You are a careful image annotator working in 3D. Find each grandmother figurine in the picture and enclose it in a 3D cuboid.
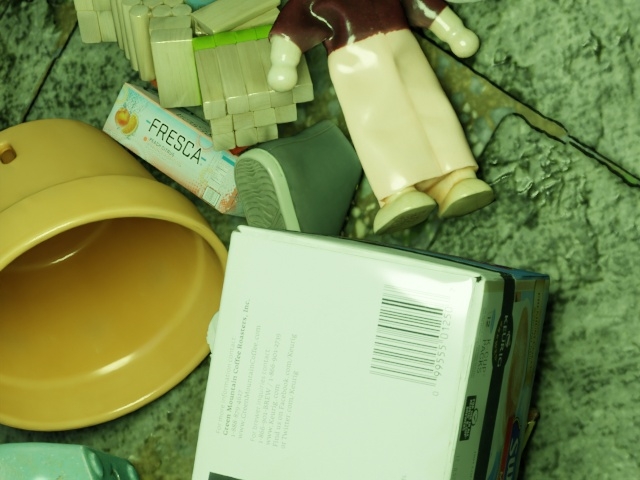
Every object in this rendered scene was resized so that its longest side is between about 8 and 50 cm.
[{"bbox_3d":[0.041,-0.180,1.829,0.104,0.207,0.342,-40,65,57],"label":"grandmother figurine"}]

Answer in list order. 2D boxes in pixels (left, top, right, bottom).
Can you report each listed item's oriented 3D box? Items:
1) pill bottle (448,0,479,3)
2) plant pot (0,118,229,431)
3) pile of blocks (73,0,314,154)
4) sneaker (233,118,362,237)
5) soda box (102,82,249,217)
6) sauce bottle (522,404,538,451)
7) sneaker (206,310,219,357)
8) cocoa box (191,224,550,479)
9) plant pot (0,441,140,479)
[{"bbox_3d":[0.097,-0.370,1.809,0.161,0.161,0.283,-44,65,21],"label":"pill bottle"},{"bbox_3d":[-0.253,0.018,1.942,0.291,0.291,0.203,-48,46,19],"label":"plant pot"},{"bbox_3d":[-0.125,-0.194,1.978,0.362,0.149,0.113,43,151,38],"label":"pile of blocks"},{"bbox_3d":[0.000,0.000,1.890,0.083,0.118,0.222,12,121,46],"label":"sneaker"},{"bbox_3d":[-0.131,-0.091,1.983,0.183,0.063,0.058,35,103,29],"label":"soda box"},{"bbox_3d":[0.157,0.204,1.790,0.042,0.042,0.128,29,99,30],"label":"sauce bottle"},{"bbox_3d":[-0.019,0.152,1.882,0.095,0.090,0.235,-41,77,22],"label":"sneaker"},{"bbox_3d":[0.039,0.176,1.695,0.231,0.228,0.347,10,93,22],"label":"cocoa box"},{"bbox_3d":[-0.293,0.324,1.951,0.252,0.248,0.247,-26,72,8],"label":"plant pot"}]
